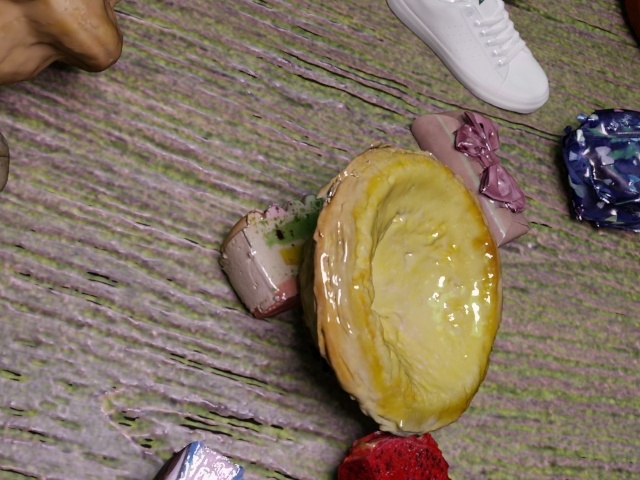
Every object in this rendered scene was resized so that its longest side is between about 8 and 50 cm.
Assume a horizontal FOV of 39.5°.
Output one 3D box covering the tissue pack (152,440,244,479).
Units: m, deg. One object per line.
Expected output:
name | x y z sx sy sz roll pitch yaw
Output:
tissue pack | -0.134 0.252 0.820 0.065 0.155 0.115 31 64 -4

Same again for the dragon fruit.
dragon fruit | 0.078 0.251 0.938 0.106 0.083 0.162 -42 113 -36

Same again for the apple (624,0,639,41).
apple | 0.542 -0.351 1.255 0.234 0.234 0.234 6 68 -16

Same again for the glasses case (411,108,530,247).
glasses case | 0.209 -0.089 1.114 0.102 0.070 0.193 -22 78 -26

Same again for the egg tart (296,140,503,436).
egg tart | 0.076 0.053 0.940 0.315 0.120 0.315 9 78 -46

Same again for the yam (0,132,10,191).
yam | -0.469 -0.114 0.864 0.330 0.133 0.133 16 66 -16

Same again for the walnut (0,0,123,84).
walnut | -0.340 -0.321 0.856 0.383 0.383 0.383 6 68 -16

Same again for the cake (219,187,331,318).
cake | -0.012 0.010 1.020 0.225 0.090 0.109 -20 76 -43

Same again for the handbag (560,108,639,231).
handbag | 0.432 -0.091 1.169 0.260 0.113 0.162 3 74 -19

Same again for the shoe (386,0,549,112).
shoe | 0.205 -0.277 1.165 0.265 0.110 0.095 38 62 1
